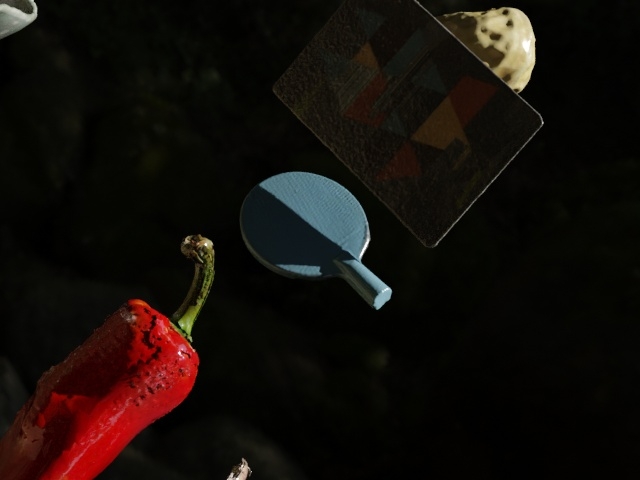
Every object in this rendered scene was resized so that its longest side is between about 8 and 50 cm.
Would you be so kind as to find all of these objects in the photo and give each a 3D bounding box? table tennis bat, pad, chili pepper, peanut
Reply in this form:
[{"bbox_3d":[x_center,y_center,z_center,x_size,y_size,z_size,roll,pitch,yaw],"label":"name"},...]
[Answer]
[{"bbox_3d":[0.000,0.000,1.356,0.155,0.100,0.019,42,-27,27],"label":"table tennis bat"},{"bbox_3d":[0.067,-0.112,1.363,0.211,0.143,0.003,46,12,25],"label":"pad"},{"bbox_3d":[-0.212,0.161,1.500,0.110,0.387,0.110,43,-6,6],"label":"chili pepper"},{"bbox_3d":[0.142,-0.212,2.183,0.152,0.313,0.152,42,39,-45],"label":"peanut"}]

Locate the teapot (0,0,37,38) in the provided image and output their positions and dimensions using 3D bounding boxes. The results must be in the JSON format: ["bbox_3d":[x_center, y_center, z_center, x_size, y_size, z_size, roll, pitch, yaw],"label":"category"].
[{"bbox_3d":[-0.356,-0.092,0.927,0.300,0.344,0.253,52,5,39],"label":"teapot"}]

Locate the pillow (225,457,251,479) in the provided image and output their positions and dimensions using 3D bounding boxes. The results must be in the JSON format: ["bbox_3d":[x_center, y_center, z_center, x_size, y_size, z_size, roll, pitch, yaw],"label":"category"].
[{"bbox_3d":[-0.154,0.393,2.124,0.049,0.248,0.135,28,32,4],"label":"pillow"}]
